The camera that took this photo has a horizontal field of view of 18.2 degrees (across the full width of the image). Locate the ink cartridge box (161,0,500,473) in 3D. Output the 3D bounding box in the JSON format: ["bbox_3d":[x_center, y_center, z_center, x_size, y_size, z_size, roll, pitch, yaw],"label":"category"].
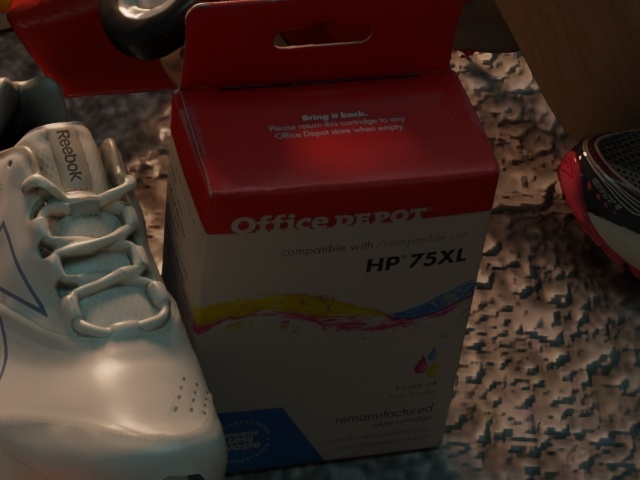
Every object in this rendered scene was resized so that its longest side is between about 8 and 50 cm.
[{"bbox_3d":[0.000,0.000,0.921,0.134,0.231,0.078,-6,44,-14],"label":"ink cartridge box"}]

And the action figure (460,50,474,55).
[{"bbox_3d":[0.047,-0.156,1.219,0.280,0.139,0.091,-25,51,-2],"label":"action figure"}]

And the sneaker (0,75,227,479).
[{"bbox_3d":[-0.121,0.022,0.911,0.111,0.129,0.297,-1,28,-30],"label":"sneaker"}]

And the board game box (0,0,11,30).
[{"bbox_3d":[-0.248,-0.207,1.178,0.275,0.142,0.144,-22,50,-28],"label":"board game box"}]

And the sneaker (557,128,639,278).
[{"bbox_3d":[0.277,-0.044,1.100,0.299,0.112,0.121,-3,43,-10],"label":"sneaker"}]

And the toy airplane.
[{"bbox_3d":[0.066,-0.214,0.983,0.384,0.386,0.272,6,42,-23],"label":"toy airplane"}]
